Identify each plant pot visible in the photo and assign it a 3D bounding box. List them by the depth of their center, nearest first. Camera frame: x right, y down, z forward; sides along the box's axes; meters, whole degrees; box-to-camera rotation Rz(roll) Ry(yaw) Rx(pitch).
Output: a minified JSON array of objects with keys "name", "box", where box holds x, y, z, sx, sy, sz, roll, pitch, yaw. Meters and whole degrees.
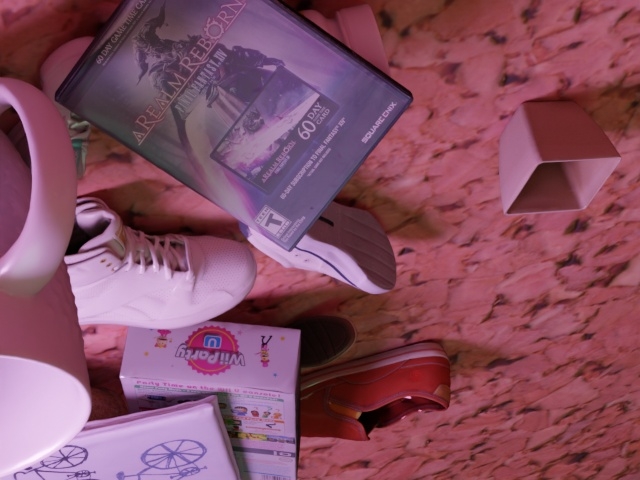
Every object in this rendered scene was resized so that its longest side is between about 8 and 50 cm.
[{"name":"plant pot","box":[0.262,-0.101,1.859,0.109,0.096,0.109,-5,149,-22]}]

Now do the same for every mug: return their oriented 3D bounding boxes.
[{"name":"mug","box":[-0.345,0.007,1.493,0.276,0.328,0.374,13,140,-41]}]

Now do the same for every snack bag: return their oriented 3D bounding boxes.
[{"name":"snack bag","box":[-0.281,0.307,2.114,0.342,0.037,0.323,-12,151,-1]}]

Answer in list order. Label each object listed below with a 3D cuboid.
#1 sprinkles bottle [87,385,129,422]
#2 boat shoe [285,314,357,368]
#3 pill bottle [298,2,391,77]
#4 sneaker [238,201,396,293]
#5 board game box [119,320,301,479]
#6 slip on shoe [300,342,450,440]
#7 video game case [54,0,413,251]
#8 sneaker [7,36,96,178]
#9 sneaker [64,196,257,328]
[{"name":"sprinkles bottle","box":[-0.398,0.211,2.047,0.121,0.121,0.355,-31,149,25]},{"name":"boat shoe","box":[-0.024,0.146,2.194,0.190,0.068,0.072,-18,167,28]},{"name":"pill bottle","box":[-0.040,-0.156,1.581,0.208,0.119,0.119,-16,152,0]},{"name":"sneaker","box":[0.000,0.000,1.932,0.091,0.094,0.258,-11,153,31]},{"name":"board game box","box":[-0.137,0.215,2.143,0.224,0.098,0.303,6,151,2]},{"name":"slip on shoe","box":[0.036,0.245,2.352,0.331,0.101,0.123,-18,153,7]},{"name":"video game case","box":[-0.078,-0.134,1.506,0.274,0.026,0.196,33,107,-21]},{"name":"sneaker","box":[-0.244,-0.109,1.586,0.080,0.094,0.212,4,145,-30]},{"name":"sneaker","box":[-0.207,0.023,1.827,0.292,0.108,0.169,-8,153,-13]}]
